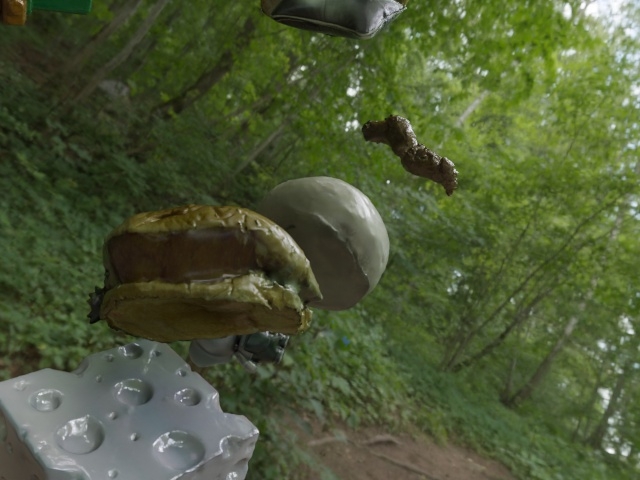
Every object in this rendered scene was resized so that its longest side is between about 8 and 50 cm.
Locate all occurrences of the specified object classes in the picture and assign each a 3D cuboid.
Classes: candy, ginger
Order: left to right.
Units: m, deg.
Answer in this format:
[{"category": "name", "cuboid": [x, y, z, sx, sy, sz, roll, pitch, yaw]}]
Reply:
[{"category": "candy", "cuboid": [0.000, 0.000, 0.990, 0.295, 0.185, 0.295, 13, -49, 15]}, {"category": "ginger", "cuboid": [0.207, -0.214, 1.198, 0.290, 0.084, 0.122, 44, -5, 34]}]

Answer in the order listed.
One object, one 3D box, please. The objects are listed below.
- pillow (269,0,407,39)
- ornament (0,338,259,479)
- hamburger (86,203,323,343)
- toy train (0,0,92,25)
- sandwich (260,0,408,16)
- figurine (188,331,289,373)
[{"category": "pillow", "cuboid": [0.019, -0.259, 0.577, 0.136, 0.055, 0.091, 20, 23, 27]}, {"category": "ornament", "cuboid": [-0.268, 0.312, 0.677, 0.240, 0.239, 0.239, 31, 25, 30]}, {"category": "hamburger", "cuboid": [-0.153, 0.043, 0.661, 0.309, 0.132, 0.211, -1, -31, 2]}, {"category": "toy train", "cuboid": [-0.575, -0.511, 0.898, 0.429, 0.249, 0.178, 35, -58, 27]}, {"category": "sandwich", "cuboid": [0.000, -0.372, 0.630, 0.226, 0.087, 0.251, 5, -13, 13]}, {"category": "figurine", "cuboid": [-0.153, 0.159, 0.897, 0.192, 0.147, 0.126, 20, -8, -7]}]
